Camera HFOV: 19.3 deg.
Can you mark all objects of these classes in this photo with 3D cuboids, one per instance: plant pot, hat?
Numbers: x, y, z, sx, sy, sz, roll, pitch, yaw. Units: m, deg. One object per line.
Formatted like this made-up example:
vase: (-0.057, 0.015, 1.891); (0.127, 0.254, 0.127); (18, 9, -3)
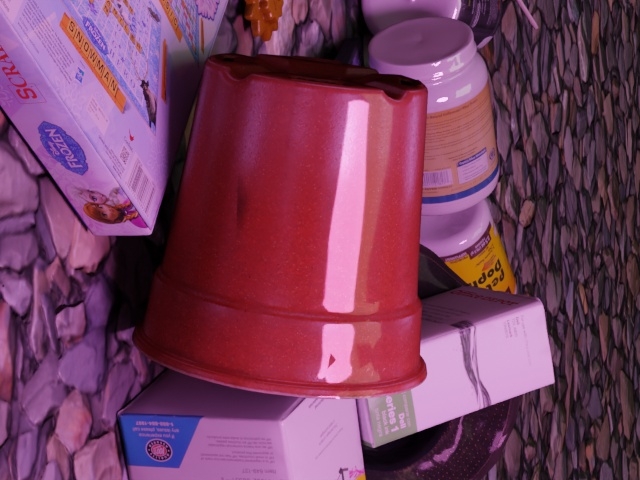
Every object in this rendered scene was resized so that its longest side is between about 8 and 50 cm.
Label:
plant pot: (-0.019, -0.024, 1.689); (0.272, 0.272, 0.265); (-19, 119, -66)
hat: (0.046, 0.155, 2.034); (0.331, 0.134, 0.331); (-3, 96, -28)

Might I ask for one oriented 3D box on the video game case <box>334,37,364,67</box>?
video game case: (0.045, -0.081, 2.164); (0.196, 0.026, 0.274); (-70, 153, -72)

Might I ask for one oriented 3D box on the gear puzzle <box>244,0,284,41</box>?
gear puzzle: (-0.045, -0.375, 1.991); (0.175, 0.044, 0.339); (39, 54, -61)

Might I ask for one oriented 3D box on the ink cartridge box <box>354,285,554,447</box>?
ink cartridge box: (0.102, 0.122, 1.895); (0.219, 0.160, 0.092); (-16, 102, -25)

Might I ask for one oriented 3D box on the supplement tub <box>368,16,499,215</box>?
supplement tub: (0.129, -0.145, 2.194); (0.144, 0.144, 0.200); (-60, 147, -50)

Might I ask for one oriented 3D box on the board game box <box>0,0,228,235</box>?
board game box: (-0.191, -0.223, 1.611); (0.319, 0.066, 0.318); (61, 36, -47)

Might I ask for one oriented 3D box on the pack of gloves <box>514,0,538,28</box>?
pack of gloves: (0.183, -0.389, 2.435); (0.232, 0.046, 0.195); (50, 11, -41)

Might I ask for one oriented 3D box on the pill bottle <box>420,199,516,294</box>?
pill bottle: (0.185, 0.036, 2.436); (0.215, 0.117, 0.117); (64, 33, -45)

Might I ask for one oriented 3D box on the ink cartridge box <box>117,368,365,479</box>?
ink cartridge box: (-0.063, 0.238, 1.773); (0.168, 0.171, 0.233); (-42, 128, -60)

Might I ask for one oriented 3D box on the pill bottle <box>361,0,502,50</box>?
pill bottle: (0.150, -0.293, 2.341); (0.245, 0.130, 0.130); (-9, 98, -68)
